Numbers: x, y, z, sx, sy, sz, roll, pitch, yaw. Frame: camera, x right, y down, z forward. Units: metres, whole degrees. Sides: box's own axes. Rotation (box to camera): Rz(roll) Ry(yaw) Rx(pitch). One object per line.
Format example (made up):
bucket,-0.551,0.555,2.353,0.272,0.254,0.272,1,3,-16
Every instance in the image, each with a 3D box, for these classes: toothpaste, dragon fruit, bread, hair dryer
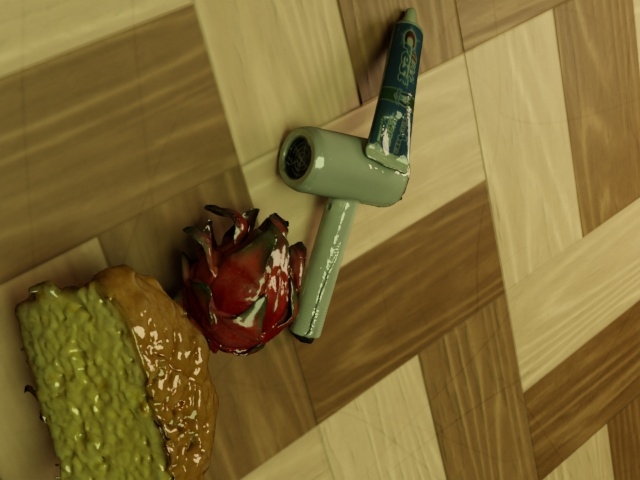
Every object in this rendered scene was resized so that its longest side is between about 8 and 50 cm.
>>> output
toothpaste,0.084,-0.166,1.014,0.057,0.035,0.197,23,65,-28
dragon fruit,-0.077,0.042,0.925,0.121,0.130,0.142,15,108,2
bread,-0.171,0.129,0.841,0.139,0.143,0.228,-40,121,-69
hair dryer,0.000,0.000,1.017,0.131,0.073,0.236,7,106,-38
